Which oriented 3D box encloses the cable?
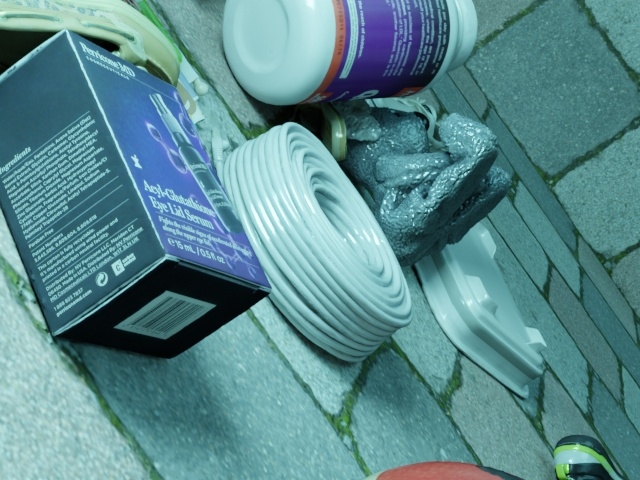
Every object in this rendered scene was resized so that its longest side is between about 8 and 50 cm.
[{"bbox_3d":[0.000,0.000,1.403,0.257,0.089,0.257,43,21,-38],"label":"cable"}]

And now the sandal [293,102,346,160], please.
[{"bbox_3d":[-0.008,-0.155,1.734,0.180,0.049,0.072,-117,-161,-57],"label":"sandal"}]

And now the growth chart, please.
[{"bbox_3d":[-0.174,-0.172,1.364,0.172,0.021,0.237,53,17,-14],"label":"growth chart"}]

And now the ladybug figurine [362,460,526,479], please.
[{"bbox_3d":[0.185,0.341,1.151,0.449,0.162,0.305,46,19,-31],"label":"ladybug figurine"}]

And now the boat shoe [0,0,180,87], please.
[{"bbox_3d":[-0.214,-0.145,1.064,0.285,0.104,0.089,15,40,-51],"label":"boat shoe"}]

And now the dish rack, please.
[{"bbox_3d":[0.217,0.049,1.965,0.285,0.072,0.333,37,24,-47],"label":"dish rack"}]

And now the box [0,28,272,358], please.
[{"bbox_3d":[-0.151,-0.030,1.003,0.153,0.108,0.207,21,38,-62],"label":"box"}]

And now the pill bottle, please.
[{"bbox_3d":[0.047,-0.266,1.690,0.323,0.181,0.181,-9,63,-42],"label":"pill bottle"}]

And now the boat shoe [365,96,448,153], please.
[{"bbox_3d":[0.146,-0.189,2.177,0.267,0.088,0.096,37,25,-49],"label":"boat shoe"}]

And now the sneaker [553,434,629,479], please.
[{"bbox_3d":[0.383,0.366,1.861,0.235,0.084,0.097,46,43,-28],"label":"sneaker"}]

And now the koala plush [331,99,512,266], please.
[{"bbox_3d":[0.104,-0.100,1.791,0.221,0.203,0.196,43,-6,24],"label":"koala plush"}]
